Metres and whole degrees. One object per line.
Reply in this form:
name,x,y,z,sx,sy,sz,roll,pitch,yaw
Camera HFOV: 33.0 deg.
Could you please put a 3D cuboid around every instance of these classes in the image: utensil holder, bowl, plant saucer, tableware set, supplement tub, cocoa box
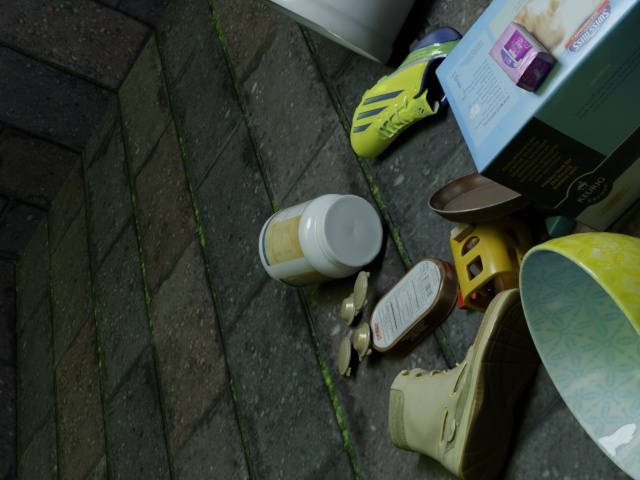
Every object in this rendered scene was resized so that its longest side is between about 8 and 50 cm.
utensil holder,0.062,-0.562,1.941,0.385,0.328,0.327,-62,30,8
bowl,0.356,0.103,1.152,0.156,0.289,0.289,-26,29,-12
plant saucer,0.232,-0.063,1.482,0.168,0.168,0.029,13,126,61
tableware set,0.057,0.136,1.766,0.141,0.020,0.168,130,146,-64
supplement tub,0.000,0.000,1.857,0.200,0.144,0.144,-16,58,55
cocoa box,0.351,-0.229,1.333,0.347,0.228,0.231,-50,34,30

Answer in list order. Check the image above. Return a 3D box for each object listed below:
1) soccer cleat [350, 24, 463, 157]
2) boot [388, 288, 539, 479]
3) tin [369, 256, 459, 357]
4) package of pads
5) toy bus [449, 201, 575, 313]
soccer cleat,0.147,-0.232,1.820,0.289,0.093,0.121,-49,41,32
boot,0.190,0.183,1.477,0.203,0.095,0.261,9,84,62
tin,0.141,0.102,1.668,0.189,0.040,0.106,-48,31,33
package of pads,0.233,-0.214,1.253,0.050,0.032,0.083,-57,34,24
toy bus,0.233,0.005,1.505,0.202,0.104,0.190,13,83,60
